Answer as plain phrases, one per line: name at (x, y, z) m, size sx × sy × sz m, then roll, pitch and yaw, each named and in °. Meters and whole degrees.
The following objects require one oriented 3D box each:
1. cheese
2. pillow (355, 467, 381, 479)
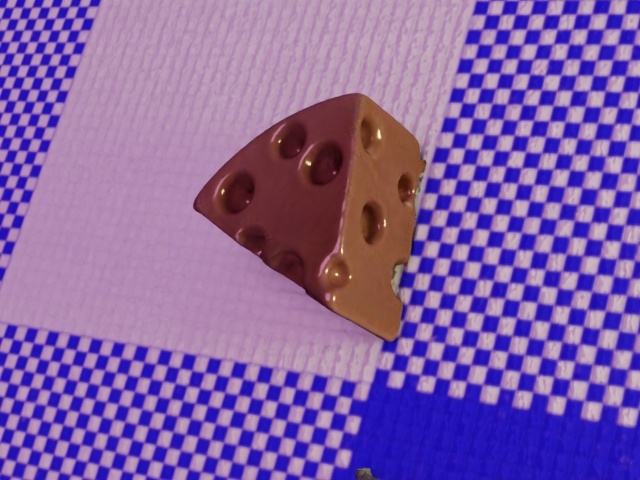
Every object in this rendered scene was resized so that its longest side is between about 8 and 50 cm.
cheese at (-0.016, -0.016, 1.307) m, size 0.177 × 0.128 × 0.203 m, roll -2°, pitch 72°, yaw 34°
pillow at (0.028, 0.318, 1.160) m, size 0.169 × 0.059 × 0.255 m, roll 23°, pitch 83°, yaw 40°
